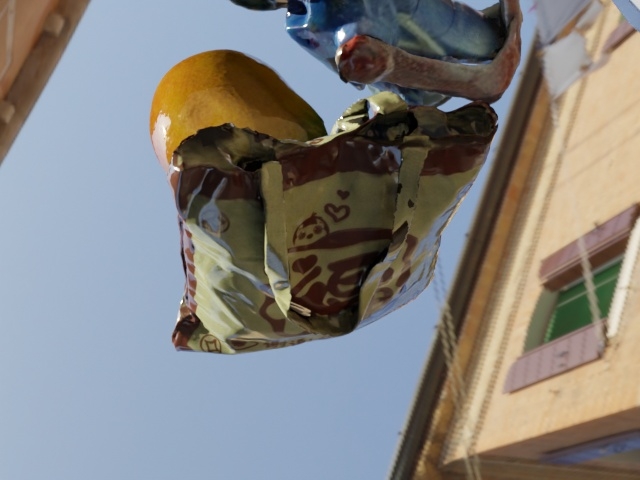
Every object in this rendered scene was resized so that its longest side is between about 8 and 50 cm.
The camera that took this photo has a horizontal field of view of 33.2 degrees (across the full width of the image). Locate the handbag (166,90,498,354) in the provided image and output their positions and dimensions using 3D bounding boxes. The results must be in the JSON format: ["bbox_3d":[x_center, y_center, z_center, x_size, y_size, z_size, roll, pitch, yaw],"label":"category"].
[{"bbox_3d":[0.000,0.000,0.730,0.213,0.235,0.127,-11,-116,-12],"label":"handbag"}]

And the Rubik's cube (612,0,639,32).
[{"bbox_3d":[0.409,-0.289,0.905,0.319,0.316,0.322,32,-161,-47],"label":"Rubik's cube"}]

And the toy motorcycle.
[{"bbox_3d":[0.069,-0.274,1.115,0.319,0.182,0.241,29,-73,-27],"label":"toy motorcycle"}]

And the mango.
[{"bbox_3d":[-0.083,-0.100,1.056,0.151,0.120,0.221,-46,-127,6],"label":"mango"}]
